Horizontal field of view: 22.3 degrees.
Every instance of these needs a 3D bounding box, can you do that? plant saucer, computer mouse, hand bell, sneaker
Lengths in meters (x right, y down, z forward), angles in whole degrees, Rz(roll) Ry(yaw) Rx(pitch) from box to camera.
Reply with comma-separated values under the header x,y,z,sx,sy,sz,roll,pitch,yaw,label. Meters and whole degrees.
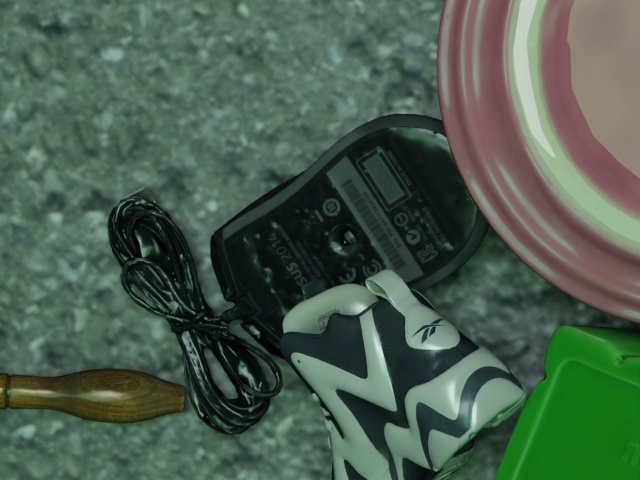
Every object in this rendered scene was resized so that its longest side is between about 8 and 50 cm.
x,y,z,sx,sy,sz,roll,pitch,yaw,label
0.234,-0.108,0.965,0.332,0.084,0.332,0,93,6,plant saucer
0.000,0.000,1.141,0.272,0.072,0.188,-28,91,18,computer mouse
-0.217,0.107,1.154,0.242,0.126,0.126,2,92,-6,hand bell
0.027,0.103,1.087,0.094,0.235,0.153,-29,74,-29,sneaker

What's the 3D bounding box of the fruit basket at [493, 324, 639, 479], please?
x,y,z,sx,sy,sz,roll,pitch,yaw,label
0.321,0.229,1.012,0.392,0.392,0.283,22,90,4,fruit basket
